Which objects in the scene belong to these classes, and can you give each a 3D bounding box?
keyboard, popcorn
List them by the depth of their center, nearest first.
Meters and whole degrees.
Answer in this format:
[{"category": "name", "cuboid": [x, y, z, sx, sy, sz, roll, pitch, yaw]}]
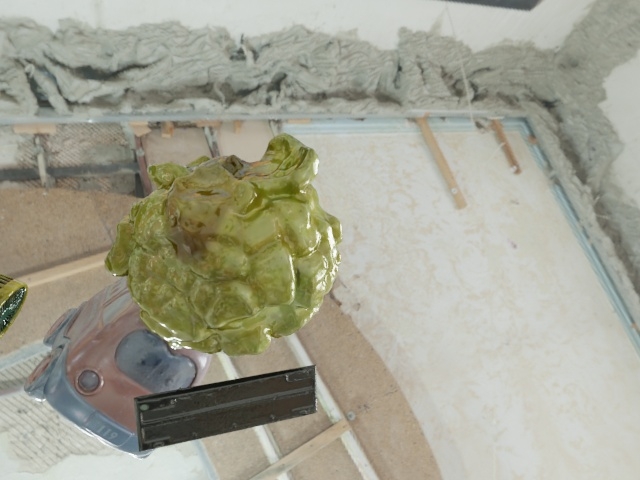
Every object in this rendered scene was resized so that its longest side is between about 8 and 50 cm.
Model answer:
[{"category": "popcorn", "cuboid": [-0.094, -0.001, 0.493, 0.234, 0.217, 0.181, 13, -157, 10]}, {"category": "keyboard", "cuboid": [-0.096, 0.179, 0.527, 0.197, 0.010, 0.064, -5, -77, -20]}]

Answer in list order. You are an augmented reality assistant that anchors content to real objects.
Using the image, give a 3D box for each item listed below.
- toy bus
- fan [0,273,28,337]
[{"category": "toy bus", "cuboid": [-0.271, 0.154, 0.733, 0.232, 0.294, 0.197, -45, -66, -3]}, {"category": "fan", "cuboid": [-0.383, 0.109, 0.529, 0.039, 0.082, 0.155, 27, -101, -12]}]
